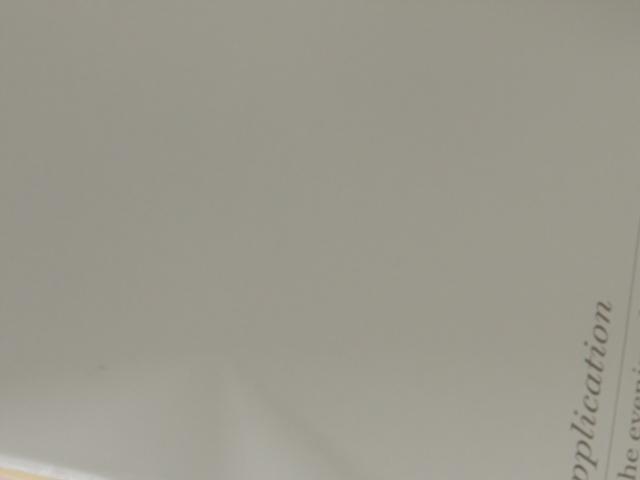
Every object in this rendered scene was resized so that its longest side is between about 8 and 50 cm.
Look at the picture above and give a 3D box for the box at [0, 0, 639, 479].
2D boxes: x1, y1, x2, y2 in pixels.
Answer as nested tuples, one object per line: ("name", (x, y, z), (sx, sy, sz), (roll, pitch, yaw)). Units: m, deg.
("box", (0.000, 0.000, 0.493), (0.345, 0.168, 0.215), (17, 165, -31))
